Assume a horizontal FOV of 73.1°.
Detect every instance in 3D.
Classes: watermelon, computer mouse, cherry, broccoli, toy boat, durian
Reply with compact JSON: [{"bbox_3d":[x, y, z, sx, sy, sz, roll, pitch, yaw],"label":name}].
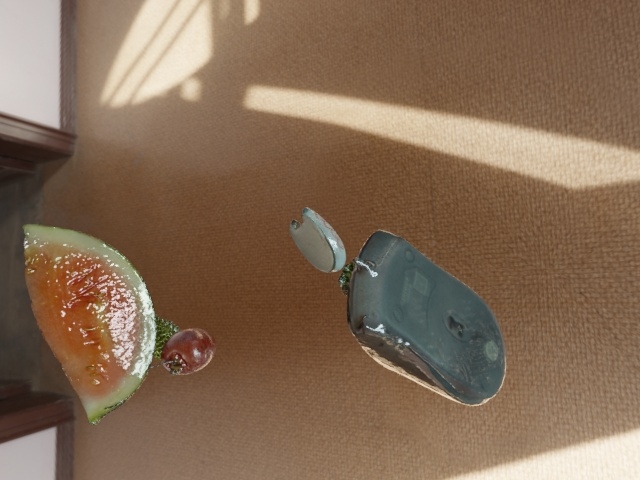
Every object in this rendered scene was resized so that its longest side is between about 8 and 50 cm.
[{"bbox_3d":[-0.270,0.088,0.520,0.063,0.119,0.244,-14,94,44],"label":"watermelon"},{"bbox_3d":[0.156,0.132,0.688,0.122,0.371,0.188,-21,40,45],"label":"computer mouse"},{"bbox_3d":[-0.285,0.227,0.850,0.107,0.225,0.090,-6,88,20],"label":"cherry"},{"bbox_3d":[0.155,0.154,1.218,0.146,0.304,0.164,-37,111,-2],"label":"broccoli"},{"bbox_3d":[0.000,0.000,1.277,0.207,0.079,0.134,51,133,5],"label":"toy boat"},{"bbox_3d":[-0.537,0.328,1.488,0.096,0.137,0.220,-34,105,8],"label":"durian"}]
